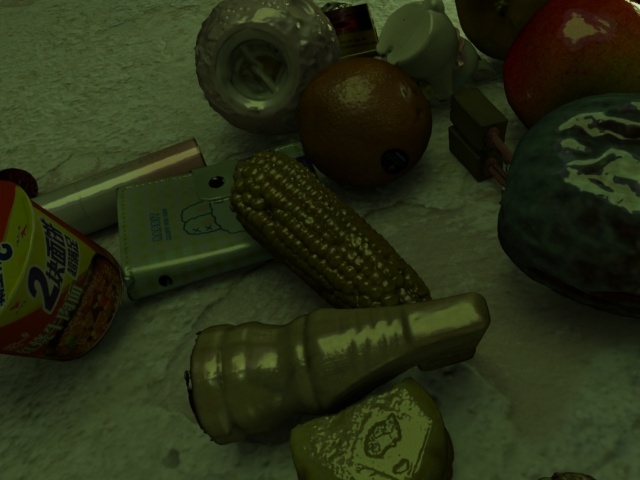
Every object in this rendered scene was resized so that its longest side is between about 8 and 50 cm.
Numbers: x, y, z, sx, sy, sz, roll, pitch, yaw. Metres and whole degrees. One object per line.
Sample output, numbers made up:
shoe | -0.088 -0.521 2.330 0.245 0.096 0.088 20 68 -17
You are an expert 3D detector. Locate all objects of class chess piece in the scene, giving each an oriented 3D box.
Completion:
chess piece | 0.025 0.119 0.625 0.300 0.137 0.137 -15 41 10

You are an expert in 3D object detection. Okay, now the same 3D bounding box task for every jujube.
jujube | -0.548 -0.074 1.078 0.077 0.077 0.129 -13 46 2
jujube | 0.359 -0.036 0.648 0.307 0.215 0.247 17 71 22

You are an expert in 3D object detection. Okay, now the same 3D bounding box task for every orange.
orange | 0.362 -0.439 1.052 0.278 0.279 0.235 13 49 29
orange | 0.069 -0.175 0.913 0.205 0.206 0.206 -9 41 8

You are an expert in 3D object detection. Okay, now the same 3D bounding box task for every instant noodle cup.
instant noodle cup | -0.369 0.055 0.764 0.213 0.174 0.213 -11 64 23

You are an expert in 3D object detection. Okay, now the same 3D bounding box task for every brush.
brush | 0.253 -0.119 0.865 0.047 0.103 0.233 -16 42 -7

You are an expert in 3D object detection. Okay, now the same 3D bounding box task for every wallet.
wallet | -0.142 -0.036 0.910 0.309 0.077 0.223 -16 44 -4

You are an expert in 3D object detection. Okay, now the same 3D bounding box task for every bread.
bread | 0.051 0.210 0.574 0.156 0.086 0.125 -19 47 -1

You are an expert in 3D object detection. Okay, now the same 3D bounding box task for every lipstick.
lipstick | -0.344 -0.072 1.001 0.326 0.087 0.087 -23 41 -9

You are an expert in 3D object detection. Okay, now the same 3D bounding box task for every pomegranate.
pomegranate | 0.380 -0.230 0.876 0.220 0.221 0.257 -4 68 13

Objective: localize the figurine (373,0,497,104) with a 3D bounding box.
figurine | 0.205 -0.304 1.061 0.127 0.235 0.155 41 104 40

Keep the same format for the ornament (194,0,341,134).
ornament | -0.087 -0.315 1.072 0.259 0.260 0.225 -6 22 10

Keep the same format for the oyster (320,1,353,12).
oyster | 0.012 -0.522 1.419 0.165 0.053 0.108 -34 16 -9

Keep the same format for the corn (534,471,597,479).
corn | 0.134 0.267 0.494 0.237 0.080 0.079 -27 42 -8

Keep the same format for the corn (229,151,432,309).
corn | 0.000 0.000 0.757 0.119 0.119 0.322 -37 69 -23

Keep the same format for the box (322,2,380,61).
box | 0.045 -0.410 1.275 0.159 0.071 0.240 -11 42 8

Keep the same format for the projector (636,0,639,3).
projector | 0.540 -0.493 1.070 0.079 0.259 0.257 -38 46 -23
